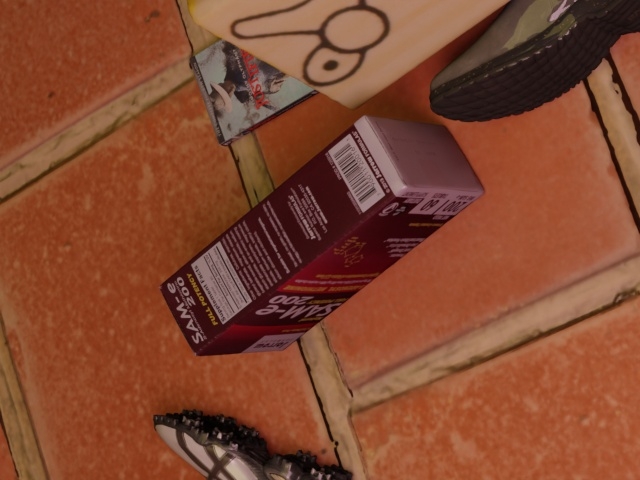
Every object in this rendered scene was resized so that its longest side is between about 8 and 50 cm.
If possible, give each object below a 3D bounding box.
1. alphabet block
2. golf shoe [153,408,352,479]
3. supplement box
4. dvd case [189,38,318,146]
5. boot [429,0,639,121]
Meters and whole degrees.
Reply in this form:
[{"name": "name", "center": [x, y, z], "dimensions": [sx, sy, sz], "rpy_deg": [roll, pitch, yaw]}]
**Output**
[{"name": "alphabet block", "center": [0.022, -0.251, 1.447], "dimensions": [0.197, 0.192, 0.193], "rpy_deg": [-33, 48, 31]}, {"name": "golf shoe", "center": [-0.070, 0.206, 1.596], "dimensions": [0.198, 0.077, 0.094], "rpy_deg": [22, 101, 33]}, {"name": "supplement box", "center": [0.000, 0.000, 1.524], "dimensions": [0.239, 0.130, 0.073], "rpy_deg": [-39, 69, 27]}, {"name": "dvd case", "center": [-0.053, -0.145, 1.632], "dimensions": [0.119, 0.013, 0.087], "rpy_deg": [-27, 74, 30]}, {"name": "boot", "center": [0.174, -0.208, 1.463], "dimensions": [0.246, 0.083, 0.161], "rpy_deg": [-32, 60, 28]}]
